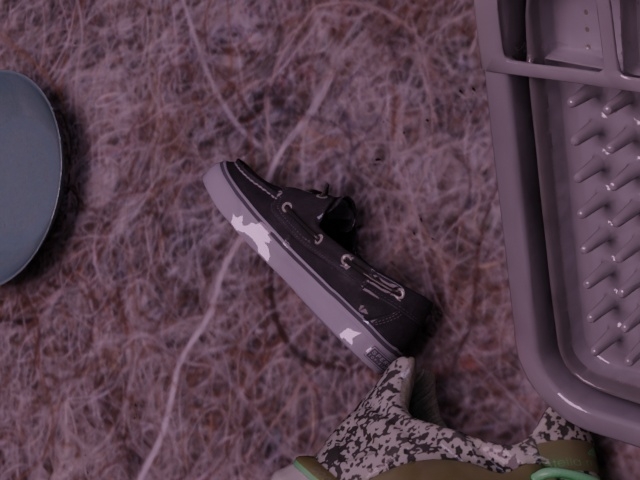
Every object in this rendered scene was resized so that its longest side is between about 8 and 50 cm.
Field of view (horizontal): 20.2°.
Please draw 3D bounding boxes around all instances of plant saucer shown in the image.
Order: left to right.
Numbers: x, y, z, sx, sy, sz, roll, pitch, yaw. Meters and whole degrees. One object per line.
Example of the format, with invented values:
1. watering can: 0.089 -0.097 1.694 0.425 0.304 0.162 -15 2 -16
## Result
1. plant saucer: -0.278 -0.052 1.587 0.195 0.037 0.195 -7 79 42

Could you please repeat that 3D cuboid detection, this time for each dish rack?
1. dish rack: 0.232 -0.019 1.017 0.285 0.072 0.333 14 125 37

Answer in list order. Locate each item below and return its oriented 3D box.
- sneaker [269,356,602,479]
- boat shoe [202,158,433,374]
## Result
1. sneaker: 0.138 0.189 1.124 0.410 0.158 0.182 26 84 36
2. boat shoe: 0.000 0.000 1.310 0.076 0.080 0.228 -47 50 4
